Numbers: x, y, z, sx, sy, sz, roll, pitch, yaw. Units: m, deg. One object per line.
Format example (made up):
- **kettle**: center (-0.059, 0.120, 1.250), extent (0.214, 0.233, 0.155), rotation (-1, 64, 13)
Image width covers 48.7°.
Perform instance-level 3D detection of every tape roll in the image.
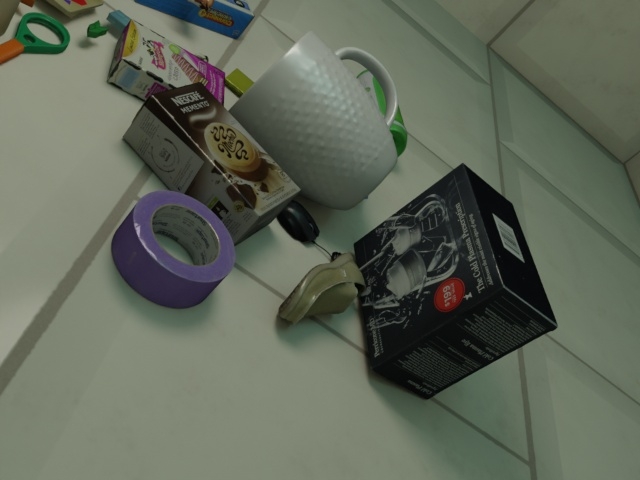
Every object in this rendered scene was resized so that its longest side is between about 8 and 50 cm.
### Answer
- **tape roll**: center (-0.241, 0.013, 1.170), extent (0.189, 0.080, 0.189), rotation (30, 35, -24)

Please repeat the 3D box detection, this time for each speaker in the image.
- **speaker**: center (0.164, -0.358, 1.987), extent (0.131, 0.131, 0.296), rotation (25, 38, -29)

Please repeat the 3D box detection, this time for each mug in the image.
- **mug**: center (0.026, -0.270, 1.550), extent (0.328, 0.276, 0.374), rotation (45, 65, -10)

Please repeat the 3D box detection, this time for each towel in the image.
- **towel**: center (-0.129, -0.327, 1.726), extent (0.237, 0.021, 0.102), rotation (39, 28, -9)

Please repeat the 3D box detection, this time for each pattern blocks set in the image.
- **pattern blocks set**: center (-0.553, -0.526, 1.450), extent (0.325, 0.026, 0.285), rotation (42, 30, 3)

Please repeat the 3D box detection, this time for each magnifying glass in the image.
- **magnifying glass**: center (-0.544, -0.364, 1.302), extent (0.092, 0.026, 0.231), rotation (39, 31, -10)

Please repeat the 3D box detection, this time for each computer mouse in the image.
- **computer mouse**: center (0.000, 0.000, 1.489), extent (0.242, 0.041, 0.071), rotation (44, 32, -4)

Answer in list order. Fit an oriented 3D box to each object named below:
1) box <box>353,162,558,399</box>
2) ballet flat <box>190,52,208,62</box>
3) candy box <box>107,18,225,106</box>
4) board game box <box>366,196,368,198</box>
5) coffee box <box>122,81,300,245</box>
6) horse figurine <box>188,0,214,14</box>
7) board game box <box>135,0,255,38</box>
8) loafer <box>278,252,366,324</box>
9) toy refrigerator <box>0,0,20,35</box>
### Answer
- **box**: center (0.249, 0.082, 1.412), extent (0.179, 0.312, 0.343), rotation (32, 34, -31)
- **ballet flat**: center (-0.297, -0.412, 1.611), extent (0.041, 0.041, 0.114), rotation (53, 34, 12)
- **candy box**: center (-0.316, -0.344, 1.485), extent (0.233, 0.071, 0.159), rotation (25, 39, -28)
- **board game box**: center (0.054, -0.152, 1.727), extent (0.133, 0.033, 0.168), rotation (28, 34, -14)
- **coffee box**: center (-0.204, -0.147, 1.349), extent (0.297, 0.119, 0.168), rotation (47, 33, 2)
- **horse figurine**: center (-0.311, -0.665, 1.689), extent (0.174, 0.066, 0.263), rotation (26, 39, -18)
- **board game box**: center (-0.354, -0.686, 1.805), extent (0.308, 0.086, 0.302), rotation (8, 47, -43)
- **loafer**: center (0.017, 0.098, 1.345), extent (0.092, 0.102, 0.268), rotation (44, 32, 9)
- **toy refrigerator**: center (-0.545, -0.461, 1.174), extent (0.102, 0.269, 0.094), rotation (38, 34, -13)
